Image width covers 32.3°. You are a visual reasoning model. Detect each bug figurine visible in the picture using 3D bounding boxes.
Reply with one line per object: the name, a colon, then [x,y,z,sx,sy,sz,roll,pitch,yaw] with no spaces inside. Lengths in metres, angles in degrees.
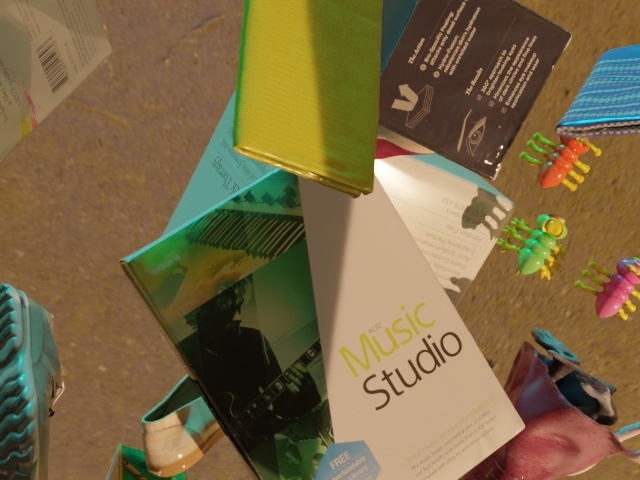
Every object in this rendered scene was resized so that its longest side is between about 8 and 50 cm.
bug figurine: [0.372,-0.018,1.445,0.279,0.072,0.216,30,94,-1]

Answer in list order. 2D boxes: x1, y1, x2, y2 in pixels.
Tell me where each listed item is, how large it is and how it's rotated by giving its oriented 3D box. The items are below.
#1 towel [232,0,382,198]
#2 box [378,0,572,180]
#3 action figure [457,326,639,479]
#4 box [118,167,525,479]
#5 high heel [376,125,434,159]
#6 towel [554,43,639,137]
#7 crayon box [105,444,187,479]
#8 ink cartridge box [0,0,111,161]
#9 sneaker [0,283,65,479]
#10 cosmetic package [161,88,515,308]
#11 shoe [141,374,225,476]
towel: [-0.006,-0.147,0.682,0.102,0.021,0.237,17,64,-32]
box: [0.121,-0.164,1.036,0.158,0.093,0.156,24,100,-24]
action figure: [0.273,0.322,1.553,0.276,0.248,0.370,31,103,8]
box: [0.006,0.094,0.969,0.232,0.058,0.322,-33,94,-18]
high heel: [0.080,-0.121,1.217,0.244,0.117,0.082,-11,86,18]
towel: [0.393,-0.176,1.166,0.243,0.336,0.040,-5,108,23]
crayon box: [-0.194,0.344,1.136,0.081,0.278,0.165,19,98,-15]
ink cartridge box: [-0.375,-0.171,1.067,0.119,0.207,0.353,15,50,27]
sneaker: [-0.351,0.191,1.351,0.105,0.115,0.281,-22,62,28]
cosmetic package: [0.000,0.000,1.616,0.327,0.329,0.393,20,106,-31]
shoe: [-0.094,0.143,1.078,0.077,0.219,0.058,-4,115,41]
